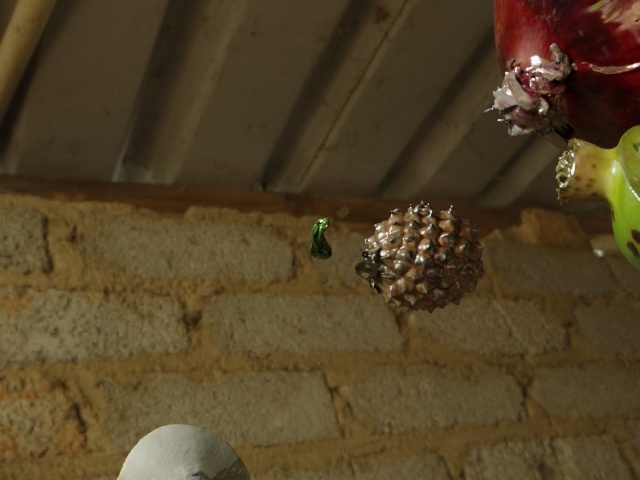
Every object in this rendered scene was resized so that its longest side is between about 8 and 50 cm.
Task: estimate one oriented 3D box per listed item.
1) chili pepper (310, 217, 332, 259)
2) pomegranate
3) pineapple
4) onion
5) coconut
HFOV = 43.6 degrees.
[{"bbox_3d":[-0.001,0.000,1.115,0.034,0.030,0.091,-17,-31,-7],"label":"chili pepper"},{"bbox_3d":[0.255,-0.022,0.554,0.169,0.143,0.122,-9,-53,21],"label":"pomegranate"},{"bbox_3d":[0.137,0.027,1.177,0.193,0.166,0.166,-9,-31,-24],"label":"pineapple"},{"bbox_3d":[0.317,-0.212,0.913,0.285,0.347,0.347,-33,-28,-17],"label":"onion"},{"bbox_3d":[-0.218,0.405,1.241,0.241,0.241,0.241,-11,-32,-7],"label":"coconut"}]
